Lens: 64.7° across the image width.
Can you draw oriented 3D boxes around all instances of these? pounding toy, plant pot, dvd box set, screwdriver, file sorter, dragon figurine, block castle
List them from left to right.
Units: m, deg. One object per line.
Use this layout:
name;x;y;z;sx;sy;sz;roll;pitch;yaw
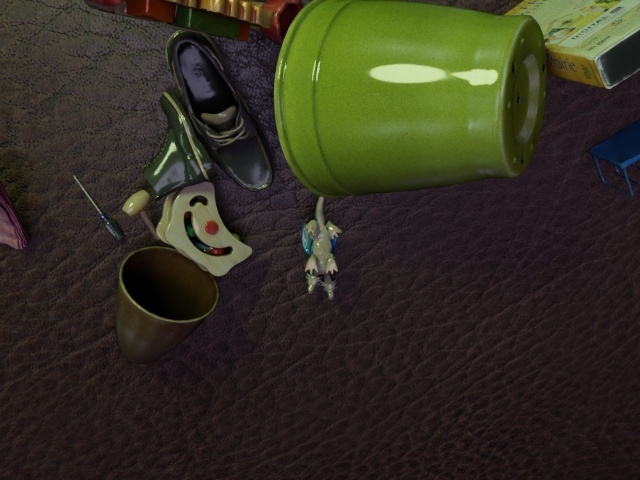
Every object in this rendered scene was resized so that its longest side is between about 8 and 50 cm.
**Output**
screwdriver;-0.495;-0.070;1.119;0.025;0.024;0.170;-22;110;34
plant pot;-0.376;0.169;1.148;0.215;0.215;0.230;25;123;-16
pounding toy;-0.286;-0.047;1.124;0.269;0.154;0.154;42;74;-30
block castle;-0.175;-0.470;0.753;0.212;0.453;0.303;24;112;30
dragon figurine;0.000;0.000;1.168;0.085;0.144;0.290;-2;94;-4
plant pot;0.174;-0.236;0.860;0.352;0.366;0.367;11;119;35
dvd box set;0.488;-0.403;0.874;0.307;0.420;0.062;-33;116;7
file sorter;0.740;-0.195;1.158;0.170;0.118;0.105;-32;116;7

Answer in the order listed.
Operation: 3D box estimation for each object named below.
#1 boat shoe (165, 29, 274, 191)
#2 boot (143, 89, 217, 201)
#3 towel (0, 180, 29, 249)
boat shoe;-0.204;-0.244;1.015;0.132;0.130;0.356;-28;113;6
boot;-0.312;-0.190;1.014;0.136;0.077;0.198;-27;83;-7
towel;-0.782;-0.072;1.001;0.328;0.037;0.237;8;148;-10
